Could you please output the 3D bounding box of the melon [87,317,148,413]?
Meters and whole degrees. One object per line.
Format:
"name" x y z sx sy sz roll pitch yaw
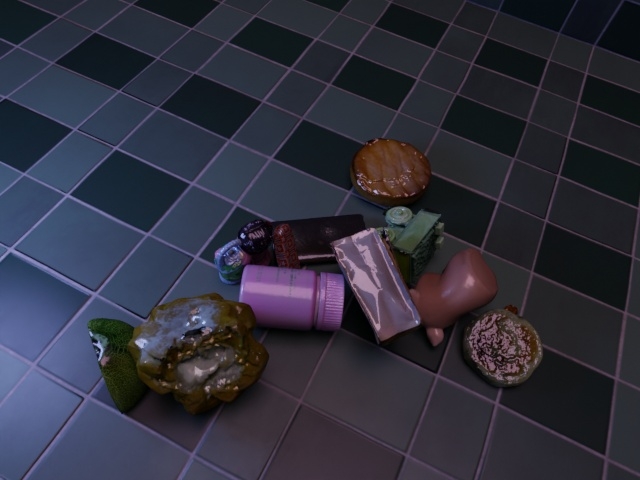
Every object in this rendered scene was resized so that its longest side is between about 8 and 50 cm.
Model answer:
"melon" -0.518 0.291 1.328 0.129 0.169 0.265 -21 62 -20

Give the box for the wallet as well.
"wallet" 0.000 0.000 1.670 0.321 0.044 0.170 -5 60 -12

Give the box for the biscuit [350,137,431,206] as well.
"biscuit" 0.251 -0.242 1.831 0.297 0.102 0.296 2 55 -2

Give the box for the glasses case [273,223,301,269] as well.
"glasses case" -0.107 0.046 1.549 0.049 0.194 0.073 0 21 31

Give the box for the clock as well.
"clock" -0.227 0.033 1.526 0.194 0.195 0.100 -31 67 -26

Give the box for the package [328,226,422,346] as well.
"package" 0.171 0.129 1.448 0.165 0.221 0.311 -26 72 2

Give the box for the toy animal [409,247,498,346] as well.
"toy animal" 0.390 0.149 1.525 0.195 0.256 0.213 52 20 -4

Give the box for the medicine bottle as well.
"medicine bottle" -0.083 0.168 1.463 0.291 0.178 0.178 5 56 -4

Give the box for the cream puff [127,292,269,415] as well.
"cream puff" -0.316 0.288 1.322 0.324 0.269 0.274 -16 37 -15

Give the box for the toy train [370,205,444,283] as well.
"toy train" 0.265 0.008 1.605 0.188 0.159 0.271 18 45 29

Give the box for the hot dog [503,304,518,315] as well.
"hot dog" 0.580 0.249 1.582 0.049 0.037 0.122 30 58 29

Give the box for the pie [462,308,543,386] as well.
"pie" 0.537 0.316 1.496 0.241 0.054 0.240 0 67 0
